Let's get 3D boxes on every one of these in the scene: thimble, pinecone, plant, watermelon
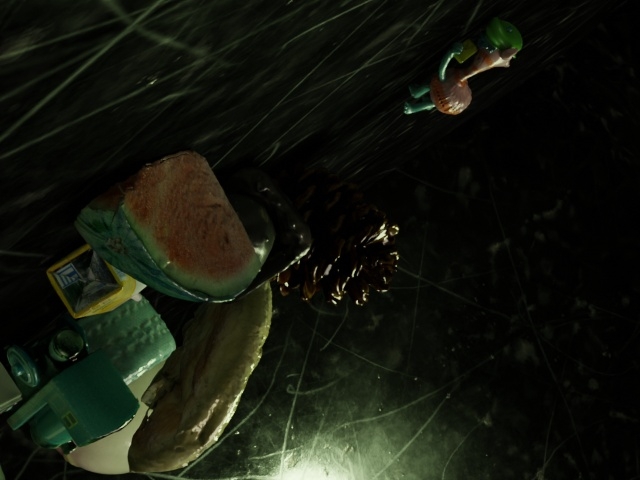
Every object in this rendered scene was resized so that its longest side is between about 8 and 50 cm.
[{"bbox_3d":[-0.370,0.192,1.832,0.235,0.143,0.198,-33,178,-36],"label":"thimble"},{"bbox_3d":[0.000,0.000,1.682,0.224,0.272,0.224,-49,160,-25],"label":"pinecone"},{"bbox_3d":[-0.102,-0.010,1.390,0.164,0.142,0.256,-34,-178,16],"label":"plant"},{"bbox_3d":[-0.144,0.010,1.012,0.128,0.146,0.231,-35,-179,25],"label":"watermelon"}]

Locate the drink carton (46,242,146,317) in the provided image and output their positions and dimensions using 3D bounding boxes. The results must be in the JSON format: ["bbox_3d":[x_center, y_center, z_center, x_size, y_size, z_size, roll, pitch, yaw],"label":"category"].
[{"bbox_3d":[-0.244,0.042,1.194,0.084,0.074,0.200,-34,179,0],"label":"drink carton"}]

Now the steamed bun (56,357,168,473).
[{"bbox_3d":[-0.450,0.319,2.101,0.309,0.309,0.309,-35,178,-1],"label":"steamed bun"}]

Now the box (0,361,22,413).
[{"bbox_3d":[-0.516,0.241,1.344,0.225,0.086,0.129,-34,178,19],"label":"box"}]

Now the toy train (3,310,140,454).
[{"bbox_3d":[-0.400,0.235,1.586,0.120,0.194,0.298,-35,179,-36],"label":"toy train"}]

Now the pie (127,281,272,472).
[{"bbox_3d":[-0.163,0.180,1.482,0.337,0.075,0.337,-47,-162,21],"label":"pie"}]

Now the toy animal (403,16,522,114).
[{"bbox_3d":[0.210,-0.260,1.603,0.103,0.100,0.208,19,143,-37],"label":"toy animal"}]
